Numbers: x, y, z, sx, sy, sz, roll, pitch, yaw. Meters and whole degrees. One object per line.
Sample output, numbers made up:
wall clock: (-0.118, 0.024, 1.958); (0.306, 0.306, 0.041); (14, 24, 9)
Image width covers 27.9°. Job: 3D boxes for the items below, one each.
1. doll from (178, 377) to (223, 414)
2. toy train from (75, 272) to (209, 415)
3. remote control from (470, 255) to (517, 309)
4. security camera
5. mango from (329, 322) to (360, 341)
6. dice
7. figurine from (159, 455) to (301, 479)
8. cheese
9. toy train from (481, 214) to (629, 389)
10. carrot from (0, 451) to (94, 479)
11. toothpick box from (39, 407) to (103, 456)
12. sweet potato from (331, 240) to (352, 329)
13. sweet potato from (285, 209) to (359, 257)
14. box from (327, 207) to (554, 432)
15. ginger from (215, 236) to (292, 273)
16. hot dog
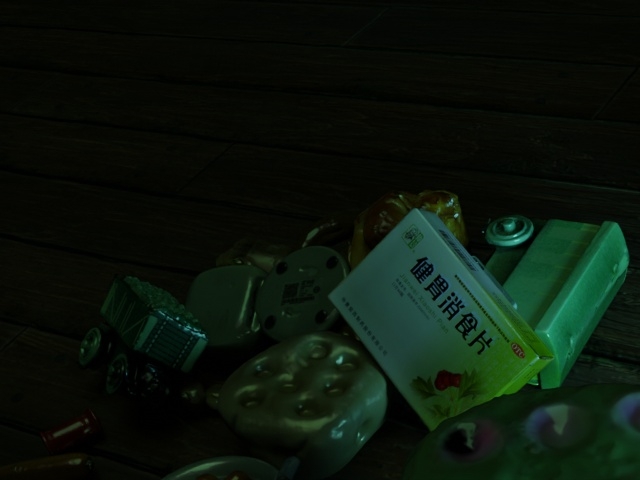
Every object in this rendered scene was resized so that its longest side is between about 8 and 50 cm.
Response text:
doll: (-0.152, 0.218, 1.824); (0.093, 0.051, 0.061); (-14, 25, -1)
toy train: (-0.265, 0.148, 1.867); (0.154, 0.115, 0.269); (-65, 24, 2)
remote control: (0.212, 0.065, 1.713); (0.053, 0.017, 0.124); (-24, 40, -8)
security camera: (-0.073, 0.098, 1.882); (0.302, 0.080, 0.157); (-10, 55, 34)
mango: (0.101, 0.129, 1.820); (0.190, 0.075, 0.098); (-13, 31, -23)
dice: (0.251, 0.340, 1.197); (0.322, 0.330, 0.318); (-9, 34, 7)
figurine: (-0.075, 0.422, 1.379); (0.225, 0.205, 0.381); (-17, 51, -9)
cheese: (-0.015, 0.222, 1.698); (0.235, 0.117, 0.218); (-11, 33, 5)
toy train: (0.291, 0.076, 1.791); (0.202, 0.120, 0.301); (10, 40, 32)
carrot: (-0.427, 0.327, 1.783); (0.248, 0.043, 0.043); (-10, 32, 11)
toothpick box: (-0.351, 0.274, 1.827); (0.083, 0.047, 0.047); (-26, 33, -17)
sweet potato: (0.021, 0.102, 1.908); (0.059, 0.069, 0.249); (-12, 36, 30)
sweet potato: (-0.002, -0.001, 1.976); (0.182, 0.054, 0.053); (-33, 59, -26)
box: (0.150, 0.110, 1.659); (0.175, 0.062, 0.260); (-46, 64, 18)
ginger: (-0.016, 0.037, 2.030); (0.295, 0.086, 0.131); (-4, 24, 3)
hot dog: (0.132, 0.002, 1.857); (0.150, 0.153, 0.257); (-6, -1, 22)
